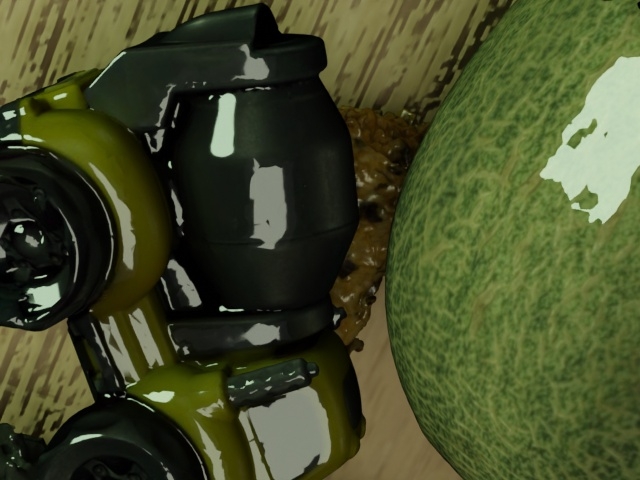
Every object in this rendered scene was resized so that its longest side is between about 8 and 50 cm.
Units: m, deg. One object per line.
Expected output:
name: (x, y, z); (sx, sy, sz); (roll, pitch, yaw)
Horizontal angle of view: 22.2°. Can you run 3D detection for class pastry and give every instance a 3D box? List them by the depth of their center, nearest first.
pastry: (0.000, 0.000, 0.767); (0.080, 0.056, 0.140); (13, 118, -11)

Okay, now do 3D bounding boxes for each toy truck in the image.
toy truck: (-0.049, 0.023, 0.694); (0.165, 0.147, 0.224); (-16, 100, 12)

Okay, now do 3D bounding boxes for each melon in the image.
melon: (0.168, -0.014, 0.665); (0.248, 0.249, 0.329); (26, 113, -16)

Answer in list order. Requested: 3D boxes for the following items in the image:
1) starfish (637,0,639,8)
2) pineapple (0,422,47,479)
starfish: (0.065, -0.225, 0.569); (0.312, 0.113, 0.303); (-26, 90, 42)
pineapple: (-0.089, 0.178, 0.813); (0.278, 0.158, 0.158); (34, 112, -11)
